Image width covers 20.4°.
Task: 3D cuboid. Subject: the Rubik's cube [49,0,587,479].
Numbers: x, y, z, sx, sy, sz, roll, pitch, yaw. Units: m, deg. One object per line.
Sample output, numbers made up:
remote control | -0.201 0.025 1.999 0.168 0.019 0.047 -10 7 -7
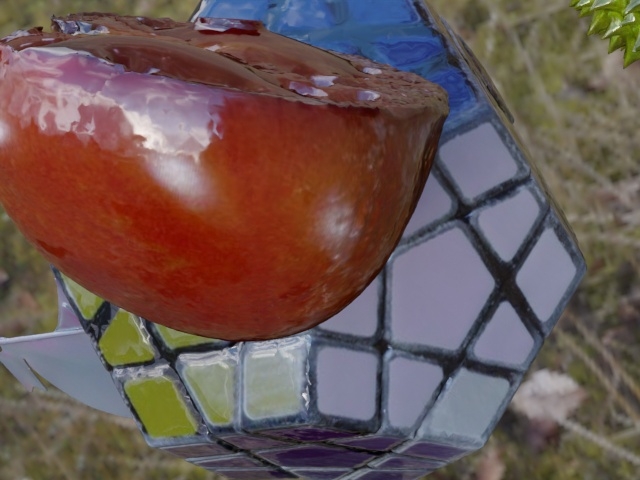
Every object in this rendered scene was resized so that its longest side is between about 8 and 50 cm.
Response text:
Rubik's cube | 0.000 0.000 1.059 0.319 0.264 0.319 -1 46 1

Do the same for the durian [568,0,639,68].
durian | 0.154 -0.148 0.703 0.159 0.146 0.198 11 80 35

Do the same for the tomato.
tomato | -0.051 -0.026 0.809 0.200 0.139 0.233 12 14 14

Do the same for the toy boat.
toy boat | -0.186 0.126 1.679 0.318 0.219 0.072 -39 8 47
